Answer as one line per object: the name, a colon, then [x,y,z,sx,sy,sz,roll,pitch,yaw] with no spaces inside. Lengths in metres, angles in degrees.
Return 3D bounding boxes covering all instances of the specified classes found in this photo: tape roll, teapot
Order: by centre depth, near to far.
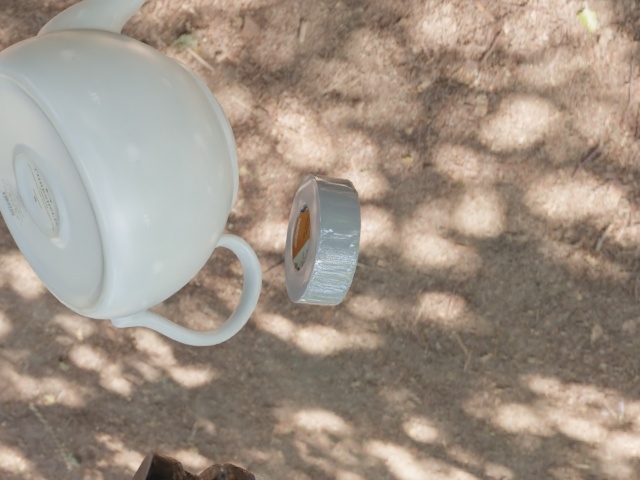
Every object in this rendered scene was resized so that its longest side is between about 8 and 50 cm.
teapot: [-0.155,-0.063,0.682,0.252,0.187,0.256,43,139,25]
tape roll: [0.000,0.000,1.358,0.072,0.219,0.219,8,135,-16]

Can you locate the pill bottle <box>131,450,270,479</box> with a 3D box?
pill bottle: [-0.054,0.252,0.634,0.219,0.123,0.123,26,133,-11]
